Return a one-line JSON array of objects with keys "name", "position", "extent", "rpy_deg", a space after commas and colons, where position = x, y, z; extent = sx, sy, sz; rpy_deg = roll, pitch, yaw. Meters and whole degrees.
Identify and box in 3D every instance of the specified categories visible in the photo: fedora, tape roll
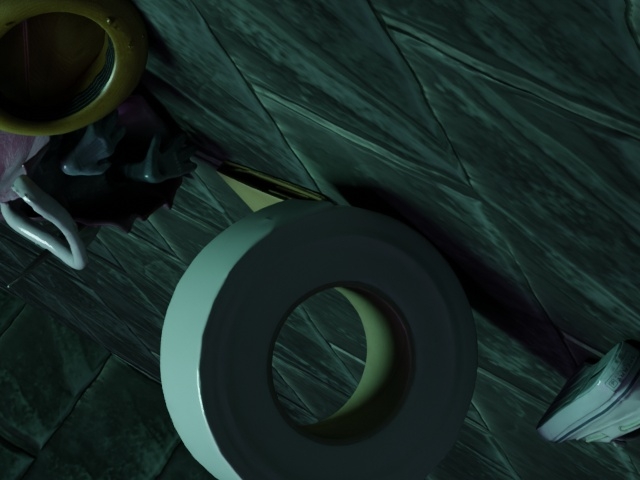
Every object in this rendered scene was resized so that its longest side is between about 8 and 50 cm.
[{"name": "fedora", "position": [-0.249, -0.180, 1.788], "extent": [0.194, 0.194, 0.079], "rpy_deg": [51, -164, -49]}, {"name": "tape roll", "position": [0.000, 0.106, 1.821], "extent": [0.286, 0.286, 0.100], "rpy_deg": [41, 167, -21]}]

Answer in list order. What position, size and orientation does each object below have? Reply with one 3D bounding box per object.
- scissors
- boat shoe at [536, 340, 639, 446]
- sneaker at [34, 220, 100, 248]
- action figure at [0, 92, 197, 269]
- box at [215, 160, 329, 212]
[{"name": "scissors", "position": [-0.262, -0.016, 2.119], "extent": [0.109, 0.297, 0.021], "rpy_deg": [5, 119, 38]}, {"name": "boat shoe", "position": [0.256, 0.155, 1.779], "extent": [0.076, 0.083, 0.226], "rpy_deg": [36, 166, 2]}, {"name": "sneaker", "position": [-0.358, -0.115, 2.294], "extent": [0.127, 0.126, 0.321], "rpy_deg": [20, 150, 35]}, {"name": "action figure", "position": [-0.324, -0.062, 2.043], "extent": [0.370, 0.276, 0.248], "rpy_deg": [-1, 136, 29]}, {"name": "box", "position": [0.000, 0.000, 2.018], "extent": [0.164, 0.021, 0.201], "rpy_deg": [21, 161, 47]}]
